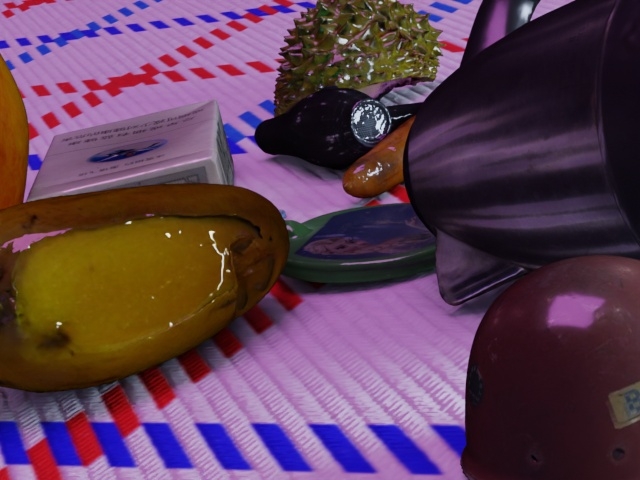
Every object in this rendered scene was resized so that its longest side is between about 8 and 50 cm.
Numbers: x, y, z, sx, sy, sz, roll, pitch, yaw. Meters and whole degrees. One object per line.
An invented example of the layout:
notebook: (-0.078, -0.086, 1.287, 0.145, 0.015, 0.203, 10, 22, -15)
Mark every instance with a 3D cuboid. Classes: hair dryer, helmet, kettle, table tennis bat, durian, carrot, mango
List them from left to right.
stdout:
mango: (-0.139, 0.025, 1.336, 0.262, 0.130, 0.167, -13, 10, -20)
table tennis bat: (0.000, 0.000, 1.474, 0.257, 0.039, 0.160, -3, 16, 23)
durian: (0.034, -0.188, 1.929, 0.187, 0.119, 0.108, -11, 12, 2)
hair dryer: (0.065, -0.111, 1.782, 0.219, 0.075, 0.195, -10, 4, -26)
carrot: (0.091, -0.085, 1.659, 0.210, 0.061, 0.061, -31, 23, -37)
kettle: (0.163, -0.080, 1.275, 0.271, 0.250, 0.207, -11, 1, 44)
helmet: (0.153, 0.060, 1.030, 0.175, 0.106, 0.155, -13, 16, -15)

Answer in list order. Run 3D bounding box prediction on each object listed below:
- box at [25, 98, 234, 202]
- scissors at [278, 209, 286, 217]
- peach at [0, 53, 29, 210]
box: (-0.162, -0.052, 1.714, 0.164, 0.069, 0.256, -13, 15, 1)
scissors: (-0.055, -0.024, 1.646, 0.036, 0.006, 0.083, -19, 17, -14)
peach: (-0.362, -0.062, 1.561, 0.308, 0.289, 0.289, 32, 42, 33)
